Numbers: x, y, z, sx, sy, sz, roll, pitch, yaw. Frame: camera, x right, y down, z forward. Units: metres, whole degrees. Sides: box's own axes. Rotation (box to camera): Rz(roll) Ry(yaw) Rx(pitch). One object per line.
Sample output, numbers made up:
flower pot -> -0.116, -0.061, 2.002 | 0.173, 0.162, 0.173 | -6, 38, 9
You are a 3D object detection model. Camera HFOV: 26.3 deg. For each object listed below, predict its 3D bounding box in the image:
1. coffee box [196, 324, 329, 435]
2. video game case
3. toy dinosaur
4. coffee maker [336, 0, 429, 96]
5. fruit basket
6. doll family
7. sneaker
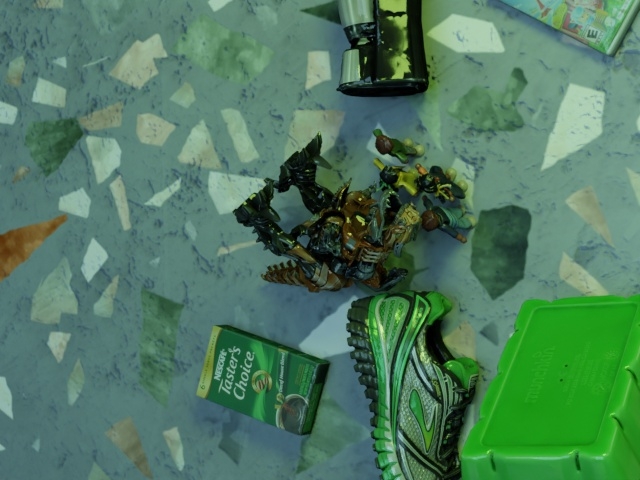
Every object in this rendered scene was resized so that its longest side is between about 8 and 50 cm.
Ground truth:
coffee box -> -0.085, 0.198, 1.956 | 0.184, 0.040, 0.113 | 19, 98, 27
video game case -> 0.341, -0.371, 1.750 | 0.193, 0.023, 0.212 | 33, 104, 25
toy dinosaur -> 0.000, 0.000, 1.825 | 0.218, 0.164, 0.322 | 47, 124, -7
coffee maker -> 0.102, -0.286, 1.823 | 0.171, 0.120, 0.178 | -6, 87, 27
fruit basket -> 0.341, 0.290, 1.592 | 0.283, 0.392, 0.392 | -5, 87, 28
doll family -> 0.132, -0.072, 1.806 | 0.193, 0.111, 0.076 | 36, 105, 24
sneaker -> 0.141, 0.229, 1.783 | 0.146, 0.134, 0.343 | -16, 85, 19
